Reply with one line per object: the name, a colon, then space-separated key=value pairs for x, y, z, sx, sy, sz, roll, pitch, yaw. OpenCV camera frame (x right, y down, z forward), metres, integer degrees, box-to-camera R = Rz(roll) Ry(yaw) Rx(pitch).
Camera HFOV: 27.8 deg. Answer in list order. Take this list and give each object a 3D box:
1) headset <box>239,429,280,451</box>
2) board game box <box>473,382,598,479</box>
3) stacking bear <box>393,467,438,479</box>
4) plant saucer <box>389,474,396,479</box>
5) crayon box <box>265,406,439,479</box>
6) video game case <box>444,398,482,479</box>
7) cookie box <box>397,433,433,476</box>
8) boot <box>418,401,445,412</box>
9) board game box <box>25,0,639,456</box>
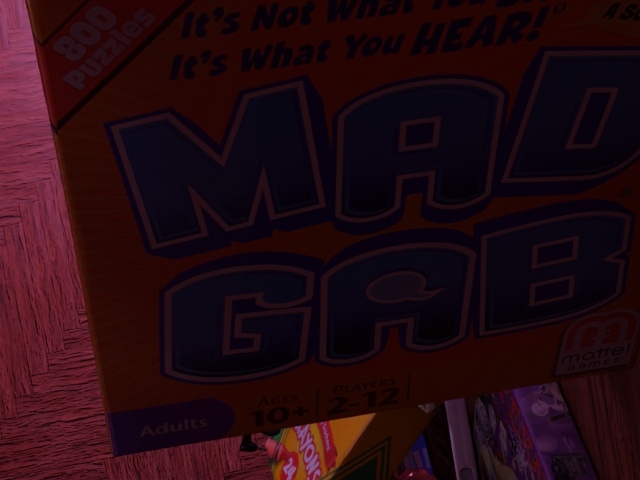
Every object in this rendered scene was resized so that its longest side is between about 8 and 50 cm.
headset: x=0.012 y=0.057 z=1.381 sx=0.243 sy=0.185 sz=0.394 roll=47 pitch=122 yaw=35
board game box: x=0.207 y=0.247 z=1.154 sx=0.347 sy=0.056 sz=0.208 roll=-106 pitch=13 yaw=-44
stacking bear: x=0.125 y=0.411 z=1.703 sx=0.289 sy=0.175 sz=0.164 roll=175 pitch=87 yaw=-76
plant saucer: x=0.108 y=0.466 z=2.019 sx=0.333 sy=0.081 sz=0.333 roll=-169 pitch=55 yaw=-84
crayon box: x=0.044 y=0.234 z=1.728 sx=0.318 sy=0.081 sz=0.202 roll=-59 pitch=26 yaw=22
video game case: x=0.173 y=0.323 z=1.412 sx=0.204 sy=0.025 sz=0.285 roll=60 pitch=-158 yaw=-74
cookie box: x=0.139 y=0.337 z=1.934 sx=0.107 sy=0.040 sz=0.092 roll=98 pitch=161 yaw=-71
boot: x=0.102 y=0.119 z=1.448 sx=0.158 sy=0.084 sz=0.059 roll=50 pitch=162 yaw=22
board game box: x=0.004 y=-0.133 z=0.834 sx=0.356 sy=0.356 sz=0.356 roll=91 pitch=167 yaw=-46
